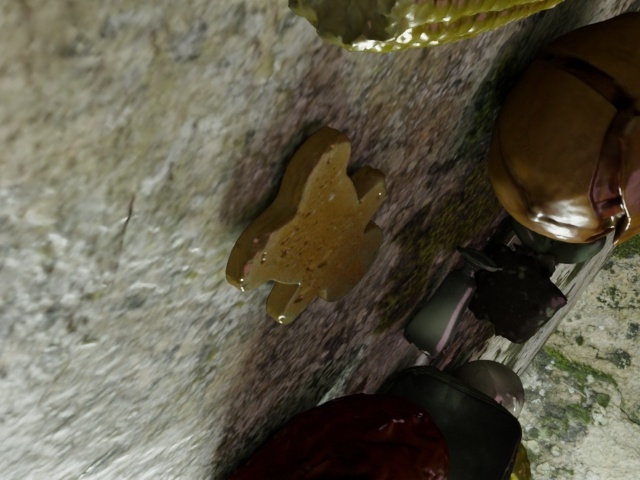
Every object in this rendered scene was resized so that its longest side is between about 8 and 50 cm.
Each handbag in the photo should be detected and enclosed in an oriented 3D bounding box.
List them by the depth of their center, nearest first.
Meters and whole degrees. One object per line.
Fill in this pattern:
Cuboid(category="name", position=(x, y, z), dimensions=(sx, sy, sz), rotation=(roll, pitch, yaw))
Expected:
Cuboid(category="handbag", position=(0.148, 0.387, 1.217), dimensions=(0.340, 0.247, 0.240), rotation=(-59, 162, -21))

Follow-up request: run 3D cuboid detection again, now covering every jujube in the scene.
Cuboid(category="jujube", position=(0.020, 0.281, 0.904), dimensions=(0.290, 0.197, 0.197), rotation=(-17, 140, -33))

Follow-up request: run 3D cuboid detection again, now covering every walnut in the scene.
Cuboid(category="walnut", position=(0.305, -0.137, 0.837), dimensions=(0.336, 0.209, 0.209), rotation=(-52, 162, -38))

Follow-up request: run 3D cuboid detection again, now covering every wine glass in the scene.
Cuboid(category="wine glass", position=(0.181, 0.083, 1.076), dimensions=(0.072, 0.072, 0.155), rotation=(-6, 129, -61))

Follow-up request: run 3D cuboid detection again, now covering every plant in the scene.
Cuboid(category="plant", position=(0.342, 0.023, 1.212), dimensions=(0.274, 0.149, 0.146), rotation=(-59, 173, 21))

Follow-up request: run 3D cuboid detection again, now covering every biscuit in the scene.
Cuboid(category="biscuit", position=(0.000, 0.000, 0.640), dimensions=(0.153, 0.030, 0.234), rotation=(-53, 159, 3))

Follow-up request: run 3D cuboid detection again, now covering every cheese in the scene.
Cuboid(category="cheese", position=(0.340, 0.343, 1.662), dimensions=(0.189, 0.154, 0.198), rotation=(8, 122, -43))

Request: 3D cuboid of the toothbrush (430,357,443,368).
Cuboid(category="toothbrush", position=(0.168, 0.274, 1.406), dimensions=(0.167, 0.014, 0.011), rotation=(-50, 141, -7))

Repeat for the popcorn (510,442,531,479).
Cuboid(category="popcorn", position=(0.260, 0.426, 1.467), dimensions=(0.258, 0.271, 0.223), rotation=(-56, 160, -71))

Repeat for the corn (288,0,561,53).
Cuboid(category="corn", position=(0.117, -0.196, 0.456), dimensions=(0.344, 0.131, 0.131), rotation=(-34, 151, -38))
